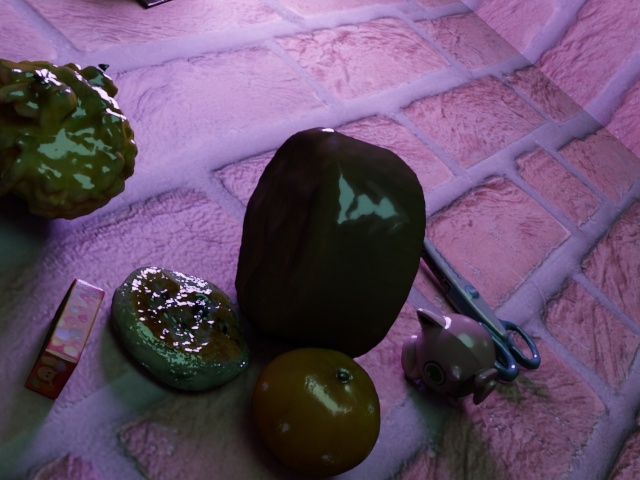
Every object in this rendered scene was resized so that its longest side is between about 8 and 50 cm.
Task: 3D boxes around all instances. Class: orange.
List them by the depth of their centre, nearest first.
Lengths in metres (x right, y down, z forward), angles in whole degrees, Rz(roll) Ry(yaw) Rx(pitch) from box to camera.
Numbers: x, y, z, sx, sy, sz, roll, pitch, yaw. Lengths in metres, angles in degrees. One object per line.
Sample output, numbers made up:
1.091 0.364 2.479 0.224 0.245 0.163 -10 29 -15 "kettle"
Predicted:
-0.002 0.194 1.126 0.156 0.124 0.156 30 30 -20 "orange"

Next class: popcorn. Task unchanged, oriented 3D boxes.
-0.326 -0.125 1.166 0.189 0.169 0.218 -1 45 -47 "popcorn"

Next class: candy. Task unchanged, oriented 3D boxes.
-0.268 0.101 1.032 0.038 0.062 0.122 27 33 -15 "candy"

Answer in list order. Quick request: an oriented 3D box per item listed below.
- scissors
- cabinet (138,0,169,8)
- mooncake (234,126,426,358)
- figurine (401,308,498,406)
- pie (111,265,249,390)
0.240 0.101 1.580 0.138 0.041 0.289 -16 60 -45 "scissors"
-0.280 -0.552 1.773 0.148 0.174 0.215 39 31 1 "cabinet"
0.000 0.000 1.239 0.156 0.284 0.284 17 37 -23 "mooncake"
0.184 0.164 1.370 0.138 0.125 0.125 39 29 22 "figurine"
-0.162 0.100 1.164 0.187 0.041 0.187 27 31 -18 "pie"
